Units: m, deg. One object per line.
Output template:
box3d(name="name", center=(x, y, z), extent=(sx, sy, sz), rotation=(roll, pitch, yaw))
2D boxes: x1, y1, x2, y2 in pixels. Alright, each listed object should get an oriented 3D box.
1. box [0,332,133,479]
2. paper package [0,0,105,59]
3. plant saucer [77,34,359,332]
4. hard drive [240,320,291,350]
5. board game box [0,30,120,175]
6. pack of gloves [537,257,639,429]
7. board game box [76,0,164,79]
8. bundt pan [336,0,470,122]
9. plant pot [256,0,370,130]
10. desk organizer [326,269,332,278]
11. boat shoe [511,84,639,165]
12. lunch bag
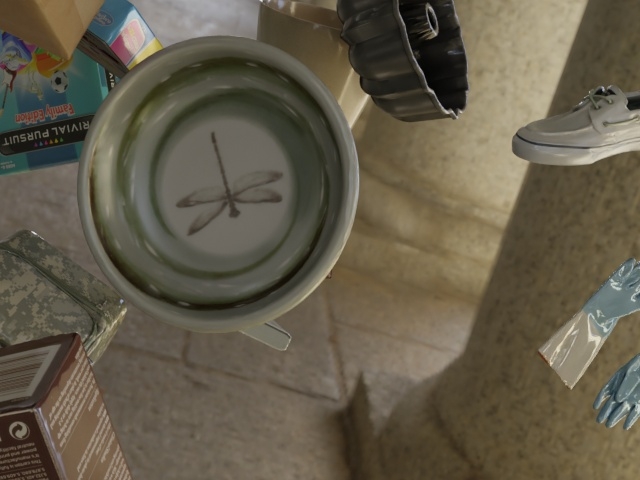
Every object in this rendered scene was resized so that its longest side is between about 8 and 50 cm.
box3d(name="box", center=(-0.319, 0.327, 1.355), extent=(0.143, 0.381, 0.191), rotation=(-13, 20, 9))
box3d(name="paper package", center=(-0.367, -0.366, 1.096), extent=(0.309, 0.168, 0.325), rotation=(26, -12, 10))
box3d(name="plant saucer", center=(-0.134, -0.075, 1.521), extent=(0.400, 0.400, 0.100), rotation=(21, 4, 14))
box3d(name="hard drive", center=(-0.196, 0.127, 2.252), extent=(0.203, 0.040, 0.307), rotation=(28, 1, -23))
box3d(name="board game box", center=(-0.461, -0.295, 1.892), extent=(0.253, 0.336, 0.079), rotation=(-7, 4, 28))
box3d(name="pack of gloves", center=(0.450, 0.152, 1.649), extent=(0.195, 0.232, 0.046), rotation=(50, -11, -14))
box3d(name="board game box", center=(-0.341, -0.325, 1.611), extent=(0.242, 0.064, 0.316), rotation=(36, -4, 9))
box3d(name="bundt pan", center=(0.126, -0.341, 1.788), extent=(0.124, 0.331, 0.331), rotation=(-14, 3, 25))
box3d(name="plant pot", center=(-0.017, -0.277, 2.033), extent=(0.256, 0.274, 0.256), rotation=(13, 18, -4))
box3d(name="desk organizer", center=(0.000, 0.000, 2.001), extent=(0.047, 0.130, 0.050), rotation=(3, -13, 9))
box3d(name="boat shoe", center=(0.320, -0.140, 1.246), extent=(0.226, 0.076, 0.083), rotation=(-9, 30, -19))
box3d(name="lunch bag", center=(-0.551, 0.156, 2.089), extent=(0.305, 0.212, 0.256), rotation=(37, 26, 0))
